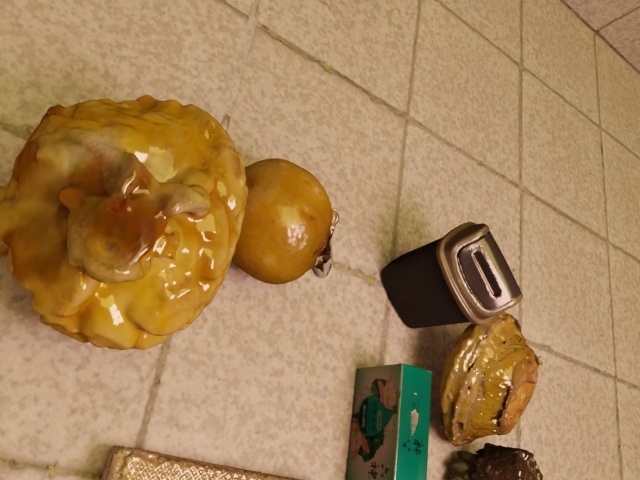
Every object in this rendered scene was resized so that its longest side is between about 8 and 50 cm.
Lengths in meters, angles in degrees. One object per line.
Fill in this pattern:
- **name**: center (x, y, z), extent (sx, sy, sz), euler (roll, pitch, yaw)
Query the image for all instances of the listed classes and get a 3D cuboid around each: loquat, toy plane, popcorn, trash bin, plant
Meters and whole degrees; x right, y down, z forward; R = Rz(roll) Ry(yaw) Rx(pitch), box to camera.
- **loquat**: center (-0.079, -0.033, 1.082), extent (0.243, 0.244, 0.244), euler (12, 69, -34)
- **toy plane**: center (0.000, 0.000, 1.219), extent (0.065, 0.162, 0.171), euler (5, 106, -9)
- **popcorn**: center (-0.295, -0.029, 0.875), extent (0.390, 0.344, 0.354), euler (-61, 157, -57)
- **trash bin**: center (0.296, 0.087, 1.286), extent (0.182, 0.290, 0.210), euler (-31, 94, -39)
- **plant**: center (0.391, 0.536, 1.282), extent (0.132, 0.194, 0.129), euler (-16, 87, -50)

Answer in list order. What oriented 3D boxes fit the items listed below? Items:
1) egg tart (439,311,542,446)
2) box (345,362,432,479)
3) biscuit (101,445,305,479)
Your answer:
- **egg tart**: center (0.407, 0.330, 1.315), extent (0.352, 0.150, 0.352), euler (-21, 120, -41)
- **box**: center (0.141, 0.384, 1.163), extent (0.092, 0.153, 0.245), euler (23, 62, -30)
- **biscuit**: center (-0.166, 0.454, 0.960), extent (0.426, 0.078, 0.144), euler (24, 63, -28)
